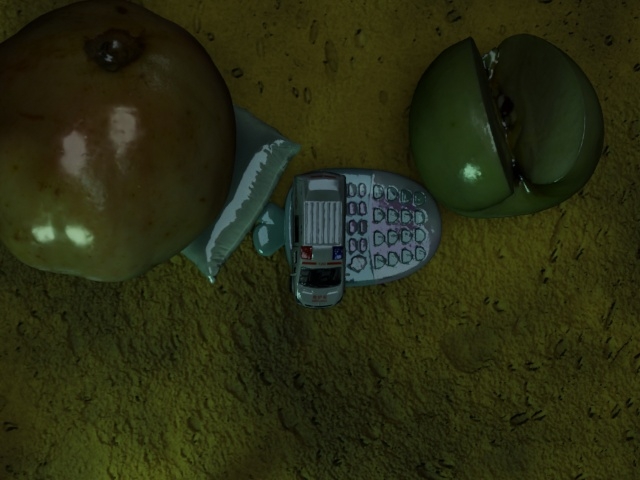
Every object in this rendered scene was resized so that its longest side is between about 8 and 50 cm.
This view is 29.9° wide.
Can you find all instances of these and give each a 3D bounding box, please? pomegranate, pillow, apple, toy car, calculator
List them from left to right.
[{"bbox_3d":[-0.308,-0.134,1.668,0.412,0.411,0.411,0,90,-8],"label":"pomegranate"},{"bbox_3d":[-0.149,-0.076,1.823,0.144,0.078,0.254,32,87,16],"label":"pillow"},{"bbox_3d":[0.000,0.000,1.785,0.089,0.108,0.209,1,90,-7],"label":"toy car"},{"bbox_3d":[0.042,-0.021,1.867,0.299,0.041,0.185,-2,90,-8],"label":"calculator"},{"bbox_3d":[0.271,-0.169,1.781,0.292,0.292,0.254,-10,68,-8],"label":"apple"}]
